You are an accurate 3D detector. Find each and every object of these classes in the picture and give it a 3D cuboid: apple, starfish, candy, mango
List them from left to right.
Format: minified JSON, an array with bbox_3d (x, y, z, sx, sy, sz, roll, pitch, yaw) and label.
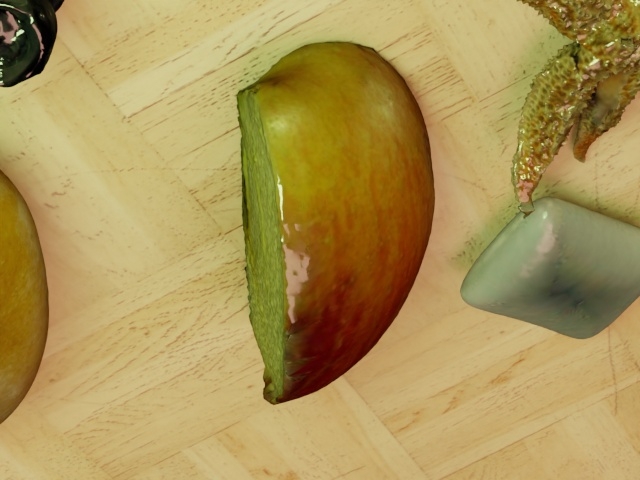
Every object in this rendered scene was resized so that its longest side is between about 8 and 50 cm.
[{"bbox_3d":[-0.330,0.062,1.588,0.222,0.199,0.384,-9,151,-21],"label":"mango"},{"bbox_3d":[0.000,0.000,1.677,0.254,0.179,0.346,-44,153,-34],"label":"apple"},{"bbox_3d":[0.228,0.026,1.856,0.174,0.071,0.138,17,127,-36],"label":"candy"},{"bbox_3d":[0.227,-0.145,1.661,0.302,0.084,0.293,-16,138,-10],"label":"starfish"}]

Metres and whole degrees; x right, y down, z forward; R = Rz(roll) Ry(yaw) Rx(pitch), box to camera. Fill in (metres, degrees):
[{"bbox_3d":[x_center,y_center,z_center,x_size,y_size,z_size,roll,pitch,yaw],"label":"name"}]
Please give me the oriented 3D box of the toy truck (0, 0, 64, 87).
[{"bbox_3d":[-0.220,-0.228,1.361,0.165,0.147,0.224,34,116,-18],"label":"toy truck"}]
